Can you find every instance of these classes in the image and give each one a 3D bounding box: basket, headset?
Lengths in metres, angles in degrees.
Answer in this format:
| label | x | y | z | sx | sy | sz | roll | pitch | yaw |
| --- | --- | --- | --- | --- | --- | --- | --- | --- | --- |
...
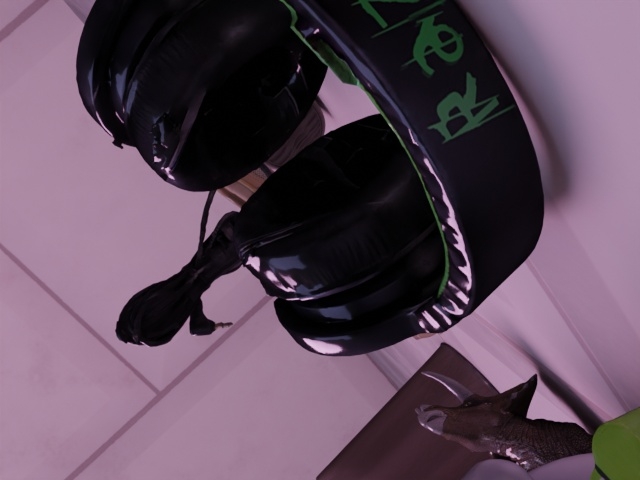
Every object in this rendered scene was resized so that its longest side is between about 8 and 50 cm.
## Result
| label | x | y | z | sx | sy | sz | roll | pitch | yaw |
| --- | --- | --- | --- | --- | --- | --- | --- | --- | --- |
| basket | 0.118 | 0.259 | 1.299 | 0.154 | 0.227 | 0.204 | 46 | 174 | 20 |
| headset | -0.038 | -0.031 | 0.571 | 0.243 | 0.185 | 0.394 | 48 | 164 | 2 |

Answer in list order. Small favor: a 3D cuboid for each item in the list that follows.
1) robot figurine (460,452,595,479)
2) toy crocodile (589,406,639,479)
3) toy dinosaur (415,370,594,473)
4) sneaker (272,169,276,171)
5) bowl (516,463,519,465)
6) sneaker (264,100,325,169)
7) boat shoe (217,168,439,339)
| label | x | y | z | sx | sy | sz | roll | pitch | yaw |
| --- | --- | --- | --- | --- | --- | --- | --- | --- | --- |
| robot figurine | 0.137 | 0.257 | 0.564 | 0.200 | 0.353 | 0.300 | -5 | 125 | 49 |
| toy crocodile | 0.240 | 0.190 | 0.414 | 0.115 | 0.105 | 0.340 | 0 | -137 | -49 |
| toy dinosaur | 0.224 | 0.215 | 0.870 | 0.313 | 0.121 | 0.160 | 43 | -172 | -16 |
| sneaker | -0.042 | -0.095 | 0.919 | 0.134 | 0.051 | 0.070 | 45 | 174 | -10 |
| bowl | 0.284 | 0.353 | 1.665 | 0.142 | 0.053 | 0.142 | 49 | 175 | 3 |
| sneaker | -0.094 | -0.144 | 0.767 | 0.222 | 0.083 | 0.118 | 50 | 175 | -40 |
| boat shoe | 0.000 | 0.000 | 1.008 | 0.302 | 0.098 | 0.109 | 45 | 175 | 29 |
